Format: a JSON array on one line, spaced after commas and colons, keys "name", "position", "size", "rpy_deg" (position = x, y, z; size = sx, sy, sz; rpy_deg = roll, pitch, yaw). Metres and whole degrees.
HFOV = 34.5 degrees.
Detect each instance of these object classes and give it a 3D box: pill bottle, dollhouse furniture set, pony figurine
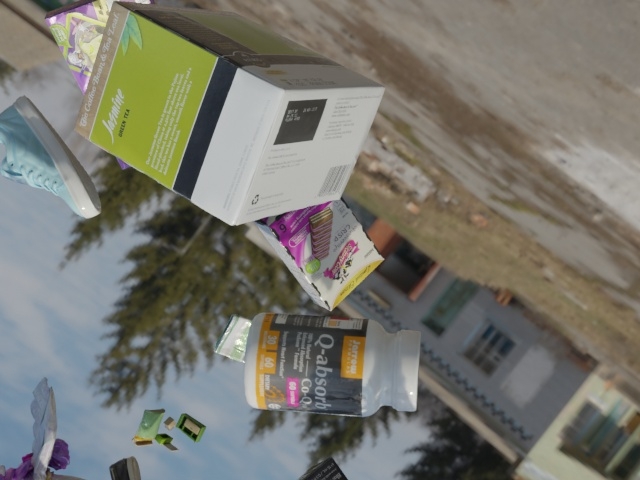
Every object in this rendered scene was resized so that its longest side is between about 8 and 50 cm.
[{"name": "pill bottle", "position": [0.022, 0.205, 1.692], "size": [0.278, 0.162, 0.162], "rpy_deg": [3, 178, 7]}, {"name": "dollhouse furniture set", "position": [-0.298, 0.378, 2.035], "size": [0.058, 0.076, 0.151], "rpy_deg": [30, -172, 28]}, {"name": "pony figurine", "position": [-0.583, 0.505, 2.101], "size": [0.363, 0.303, 0.351], "rpy_deg": [44, -171, -39]}]

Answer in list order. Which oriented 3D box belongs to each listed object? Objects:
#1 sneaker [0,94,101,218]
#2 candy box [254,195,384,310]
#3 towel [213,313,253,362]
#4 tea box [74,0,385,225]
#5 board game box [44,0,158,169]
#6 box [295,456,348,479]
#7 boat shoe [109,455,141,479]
[{"name": "sneaker", "position": [-0.618, -0.156, 2.282], "size": [0.366, 0.150, 0.135], "rpy_deg": [50, 176, 30]}, {"name": "candy box", "position": [0.000, 0.000, 2.017], "size": [0.233, 0.159, 0.071], "rpy_deg": [54, 164, -29]}, {"name": "towel", "position": [-0.169, 0.250, 2.502], "size": [0.152, 0.113, 0.023], "rpy_deg": [24, -162, -21]}, {"name": "tea box", "position": [-0.135, -0.207, 1.599], "size": [0.323, 0.220, 0.329], "rpy_deg": [31, -158, 22]}, {"name": "board game box", "position": [-0.368, -0.322, 2.023], "size": [0.056, 0.208, 0.347], "rpy_deg": [-106, -5, -58]}, {"name": "box", "position": [-0.004, 0.510, 1.885], "size": [0.158, 0.156, 0.093], "rpy_deg": [54, 144, 4]}, {"name": "boat shoe", "position": [-0.429, 0.581, 2.270], "size": [0.075, 0.065, 0.206], "rpy_deg": [69, -172, -60]}]
